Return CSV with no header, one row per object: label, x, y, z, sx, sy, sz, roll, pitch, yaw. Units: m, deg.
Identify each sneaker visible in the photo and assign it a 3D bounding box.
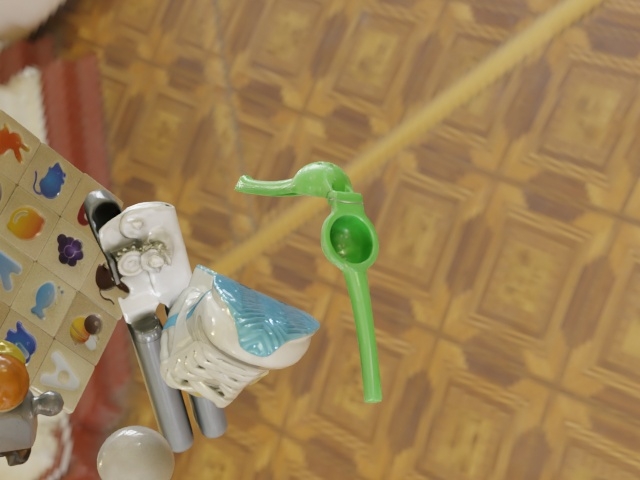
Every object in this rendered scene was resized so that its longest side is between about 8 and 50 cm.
sneaker,-0.065,0.077,1.164,0.092,0.087,0.229,-64,10,-4

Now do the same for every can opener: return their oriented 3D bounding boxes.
can opener,-0.149,0.074,1.510,0.093,0.074,0.280,-130,23,-56

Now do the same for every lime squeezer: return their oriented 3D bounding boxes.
lime squeezer,0.000,0.000,1.403,0.110,0.059,0.310,-50,44,17

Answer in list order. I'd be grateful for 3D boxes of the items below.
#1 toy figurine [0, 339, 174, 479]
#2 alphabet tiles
toy figurine,-0.240,0.207,1.251,0.209,0.213,0.148,32,145,14
alphabet tiles,-0.341,0.013,1.585,0.011,0.342,0.285,-13,46,50
